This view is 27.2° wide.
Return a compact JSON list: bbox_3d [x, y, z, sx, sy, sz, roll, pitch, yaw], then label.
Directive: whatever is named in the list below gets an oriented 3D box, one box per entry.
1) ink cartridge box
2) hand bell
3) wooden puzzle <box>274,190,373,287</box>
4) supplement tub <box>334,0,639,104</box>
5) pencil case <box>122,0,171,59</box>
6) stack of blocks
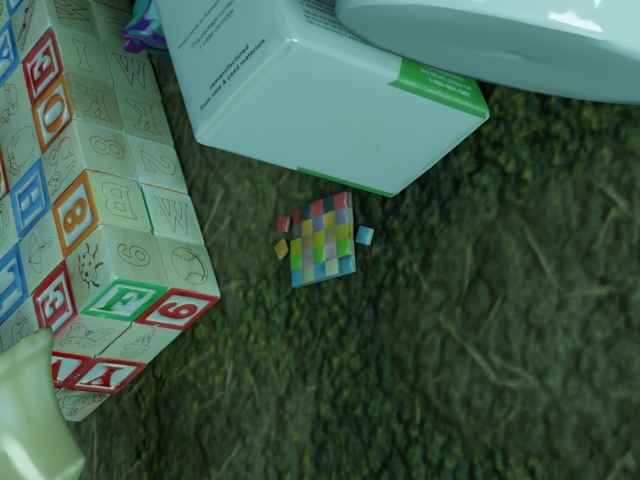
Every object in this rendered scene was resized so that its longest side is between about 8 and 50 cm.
[{"bbox_3d":[-0.014,-0.142,0.741,0.087,0.153,0.208,-41,52,33],"label":"ink cartridge box"},{"bbox_3d":[-0.143,0.184,0.792,0.126,0.126,0.242,-37,89,35],"label":"hand bell"},{"bbox_3d":[0.000,0.000,0.796,0.083,0.006,0.049,-18,67,43],"label":"wooden puzzle"},{"bbox_3d":[0.117,-0.214,0.592,0.191,0.191,0.272,11,88,47],"label":"supplement tub"},{"bbox_3d":[-0.089,-0.198,0.898,0.070,0.064,0.152,13,89,31],"label":"pencil case"},{"bbox_3d":[-0.190,-0.043,0.946,0.171,0.087,0.297,-41,54,33],"label":"stack of blocks"}]
